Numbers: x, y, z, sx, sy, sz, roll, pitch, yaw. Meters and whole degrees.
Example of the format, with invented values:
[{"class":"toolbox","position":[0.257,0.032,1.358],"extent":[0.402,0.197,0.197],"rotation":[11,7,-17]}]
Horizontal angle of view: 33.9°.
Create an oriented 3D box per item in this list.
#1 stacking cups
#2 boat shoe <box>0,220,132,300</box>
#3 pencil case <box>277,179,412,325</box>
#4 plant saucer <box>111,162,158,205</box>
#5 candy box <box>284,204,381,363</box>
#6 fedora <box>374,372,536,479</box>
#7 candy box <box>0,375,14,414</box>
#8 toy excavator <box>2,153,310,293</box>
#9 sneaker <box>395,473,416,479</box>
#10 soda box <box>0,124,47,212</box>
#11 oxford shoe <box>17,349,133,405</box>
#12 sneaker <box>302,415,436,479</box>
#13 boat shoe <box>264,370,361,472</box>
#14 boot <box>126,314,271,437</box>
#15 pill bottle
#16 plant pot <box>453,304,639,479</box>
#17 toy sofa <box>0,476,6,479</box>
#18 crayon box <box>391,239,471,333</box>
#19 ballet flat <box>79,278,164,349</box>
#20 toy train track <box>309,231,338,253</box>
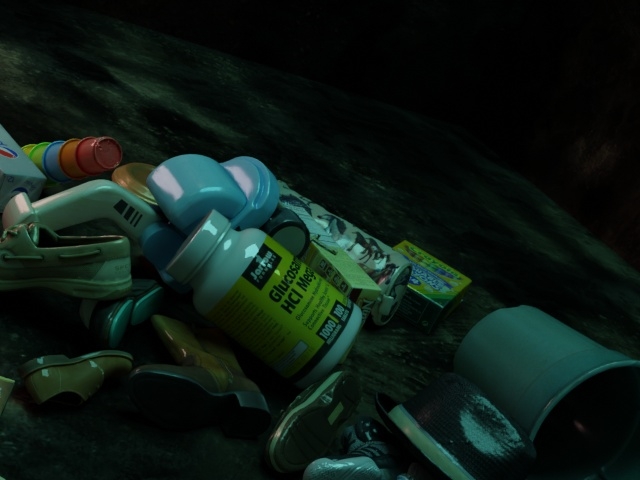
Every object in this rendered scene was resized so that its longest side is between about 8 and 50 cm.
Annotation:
[{"class":"stacking cups","position":[-0.489,-0.149,2.049],"extent":[0.096,0.096,0.316],"rotation":[7,-4,-42]},{"class":"boat shoe","position":[-0.472,0.020,1.727],"extent":[0.341,0.110,0.121],"rotation":[6,16,8]},{"class":"pencil case","position":[0.019,0.027,2.353],"extent":[0.410,0.160,0.183],"rotation":[33,31,18]},{"class":"plant saucer","position":[-0.382,-0.126,2.419],"extent":[0.200,0.037,0.200],"rotation":[23,21,-9]},{"class":"candy box","position":[-0.026,0.083,2.124],"extent":[0.087,0.183,0.316],"rotation":[9,26,-41]},{"class":"fedora","position":[0.246,0.331,1.756],"extent":[0.334,0.152,0.334],"rotation":[42,0,0]},{"class":"candy box","position":[-0.484,0.234,1.391],"extent":[0.109,0.053,0.187],"rotation":[22,22,-11]},{"class":"toy excavator","position":[-0.309,-0.044,1.986],"extent":[0.445,0.433,0.222],"rotation":[46,3,-41]},{"class":"sneaker","position":[0.161,0.456,1.523],"extent":[0.104,0.125,0.262],"rotation":[47,-6,-30]},{"class":"soda box","position":[-0.661,-0.162,2.089],"extent":[0.098,0.091,0.286],"rotation":[5,29,-47]},{"class":"oxford shoe","position":[-0.363,0.213,1.593],"extent":[0.212,0.076,0.076],"rotation":[-3,64,-55]},{"class":"sneaker","position":[0.054,0.357,1.680],"extent":[0.268,0.101,0.153],"rotation":[17,21,-40]},{"class":"boat shoe","position":[-0.027,0.307,1.740],"extent":[0.257,0.095,0.095],"rotation":[-33,104,-53]},{"class":"boot","position":[-0.228,0.194,1.737],"extent":[0.264,0.096,0.280],"rotation":[13,23,-31]},{"class":"pill bottle","position":[-0.105,0.100,1.880],"extent":[0.334,0.188,0.188],"rotation":[38,18,-10]},{"class":"plant pot","position":[0.437,0.302,1.986],"extent":[0.341,0.341,0.334],"rotation":[15,15,-28]},{"class":"toy sofa","position":[-0.364,0.350,1.074],"extent":[0.362,0.177,0.150],"rotation":[31,20,9]},{"class":"crayon box","position":[0.239,0.101,2.549],"extent":[0.203,0.083,0.323],"rotation":[31,20,13]},{"class":"ballet flat","position":[-0.353,0.120,1.790],"extent":[0.096,0.095,0.280],"rotation":[18,9,6]},{"class":"toy train track","position":[0.000,0.000,2.070],"extent":[0.083,0.014,0.048],"rotation":[33,23,18]}]
